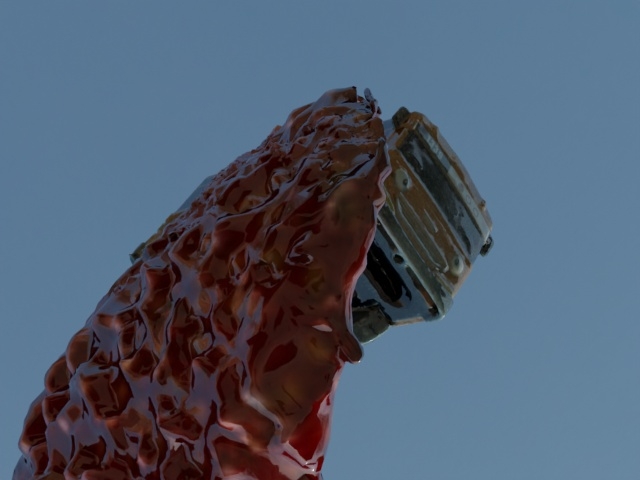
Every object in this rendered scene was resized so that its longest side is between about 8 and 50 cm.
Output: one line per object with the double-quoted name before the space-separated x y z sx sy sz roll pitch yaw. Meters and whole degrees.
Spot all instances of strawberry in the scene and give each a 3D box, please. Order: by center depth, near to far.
"strawberry" -0.036 0.037 0.503 0.087 0.208 0.167 9 -147 -1

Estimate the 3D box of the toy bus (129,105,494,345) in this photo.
"toy bus" 0.000 0.000 0.998 0.091 0.182 0.103 56 -132 -19
